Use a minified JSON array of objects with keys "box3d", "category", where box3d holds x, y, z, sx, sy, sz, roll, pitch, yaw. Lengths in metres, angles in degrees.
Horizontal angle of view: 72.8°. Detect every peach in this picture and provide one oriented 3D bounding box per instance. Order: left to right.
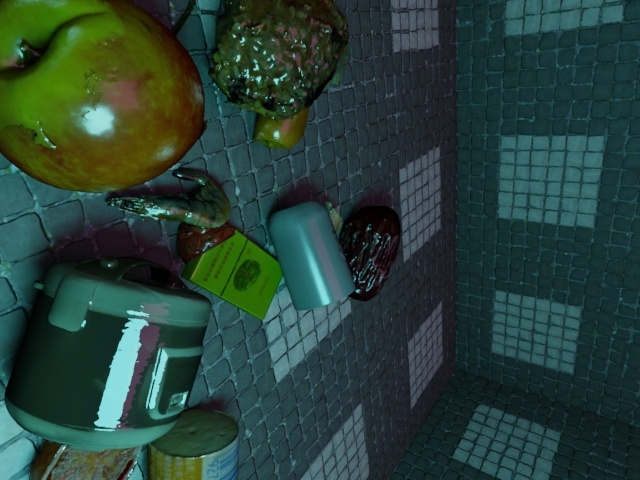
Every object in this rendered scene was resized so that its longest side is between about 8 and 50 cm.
[{"box3d":[-0.378,-0.243,0.752,0.370,0.370,0.370,-18,113,-51],"category":"peach"}]

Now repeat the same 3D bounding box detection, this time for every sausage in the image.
[{"box3d":[-0.325,0.615,1.120,0.233,0.233,0.287,-10,107,-53],"category":"sausage"}]

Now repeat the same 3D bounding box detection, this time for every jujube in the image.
[{"box3d":[0.180,0.043,1.686,0.258,0.258,0.376,43,70,-50],"category":"jujube"}]

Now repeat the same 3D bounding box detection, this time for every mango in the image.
[{"box3d":[-0.099,-0.373,1.276,0.252,0.126,0.154,-65,154,-21],"category":"mango"}]

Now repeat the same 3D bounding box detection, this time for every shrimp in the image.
[{"box3d":[-0.350,-0.112,1.033,0.296,0.058,0.169,7,53,-38],"category":"shrimp"}]

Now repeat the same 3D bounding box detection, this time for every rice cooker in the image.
[{"box3d":[-0.388,0.195,0.851,0.335,0.335,0.325,26,77,-54],"category":"rice cooker"}]

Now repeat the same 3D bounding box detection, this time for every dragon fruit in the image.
[{"box3d":[-0.295,-0.025,1.096,0.162,0.083,0.106,-32,95,-23],"category":"dragon fruit"}]

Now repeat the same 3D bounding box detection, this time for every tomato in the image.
[{"box3d":[-0.509,0.464,0.942,0.237,0.095,0.236,-26,122,-51],"category":"tomato"}]

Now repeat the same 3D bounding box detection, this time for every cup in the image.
[{"box3d":[-0.033,0.040,1.350,0.205,0.205,0.312,-27,101,-48],"category":"cup"}]

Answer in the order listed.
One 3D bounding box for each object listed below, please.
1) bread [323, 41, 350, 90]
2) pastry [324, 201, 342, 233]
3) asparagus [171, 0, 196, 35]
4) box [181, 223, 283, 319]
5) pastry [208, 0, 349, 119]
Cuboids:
[{"box3d":[0.034,-0.652,1.454,0.207,0.056,0.286,-22,117,-48],"category":"bread"},{"box3d":[0.004,0.001,1.541,0.121,0.089,0.258,35,71,-44],"category":"pastry"},{"box3d":[-0.324,-0.518,1.020,0.018,0.015,0.127,45,62,-51],"category":"asparagus"},{"box3d":[-0.236,0.092,1.269,0.335,0.047,0.187,43,63,-49],"category":"box"},{"box3d":[-0.098,-0.495,1.085,0.337,0.292,0.405,9,81,-27],"category":"pastry"}]
